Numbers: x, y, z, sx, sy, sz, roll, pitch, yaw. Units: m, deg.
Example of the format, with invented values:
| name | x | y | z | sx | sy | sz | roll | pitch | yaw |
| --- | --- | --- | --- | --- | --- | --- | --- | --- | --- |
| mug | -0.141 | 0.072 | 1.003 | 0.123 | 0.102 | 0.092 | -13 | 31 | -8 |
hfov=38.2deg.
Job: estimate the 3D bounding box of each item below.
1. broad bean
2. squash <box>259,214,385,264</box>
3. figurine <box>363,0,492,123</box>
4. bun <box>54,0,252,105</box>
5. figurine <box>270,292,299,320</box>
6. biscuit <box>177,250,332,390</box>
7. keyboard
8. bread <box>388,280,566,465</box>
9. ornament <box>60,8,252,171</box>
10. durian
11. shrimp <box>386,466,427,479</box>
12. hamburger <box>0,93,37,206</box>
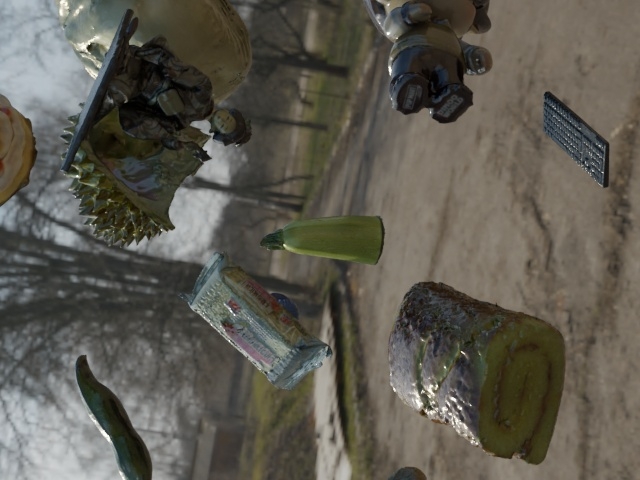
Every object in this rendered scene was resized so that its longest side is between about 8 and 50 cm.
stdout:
| name | x | y | z | sx | sy | sz | roll | pitch | yaw |
| --- | --- | --- | --- | --- | --- | --- | --- | --- | --- |
| broad bean | -0.393 | 0.371 | 1.794 | 0.061 | 0.339 | 0.077 | -42 | -20 | 23 |
| squash | 0.000 | 0.000 | 1.698 | 0.094 | 0.224 | 0.094 | 180 | 90 | -78 |
| figurine | 0.161 | -0.347 | 1.383 | 0.365 | 0.218 | 0.206 | -86 | -3 | -54 |
| bun | -0.255 | -0.339 | 1.418 | 0.235 | 0.326 | 0.362 | -37 | 33 | 10 |
| figurine | -0.089 | 0.181 | 2.039 | 0.149 | 0.086 | 0.087 | 97 | -176 | -50 |
| biscuit | -0.130 | 0.165 | 1.868 | 0.186 | 0.309 | 0.079 | -46 | -1 | 42 |
| keyboard | 0.329 | -0.135 | 1.200 | 0.204 | 0.013 | 0.061 | -107 | 9 | -62 |
| bread | 0.132 | 0.114 | 0.821 | 0.172 | 0.103 | 0.131 | -159 | 74 | -68 |
| ornament | -0.169 | -0.147 | 1.075 | 0.166 | 0.196 | 0.153 | -58 | 22 | 28 |
| durian | -0.237 | -0.108 | 1.202 | 0.306 | 0.167 | 0.172 | -64 | -38 | -63 |
| shrimp | 0.108 | 0.362 | 1.285 | 0.108 | 0.059 | 0.023 | -54 | -26 | -26 |
| hamburger | -0.727 | -0.192 | 1.810 | 0.237 | 0.277 | 0.276 | 32 | -116 | -66 |
